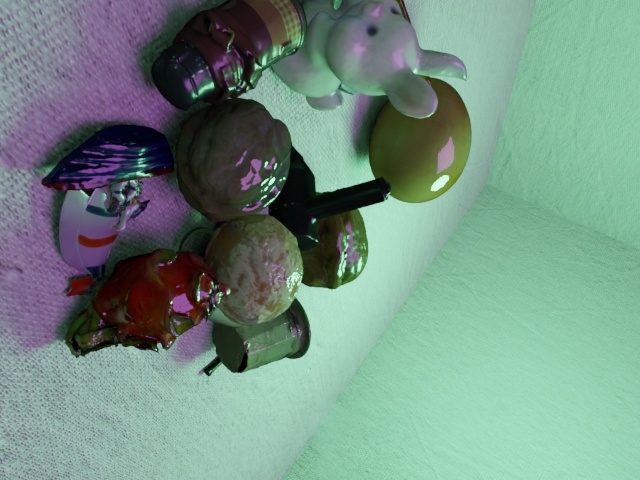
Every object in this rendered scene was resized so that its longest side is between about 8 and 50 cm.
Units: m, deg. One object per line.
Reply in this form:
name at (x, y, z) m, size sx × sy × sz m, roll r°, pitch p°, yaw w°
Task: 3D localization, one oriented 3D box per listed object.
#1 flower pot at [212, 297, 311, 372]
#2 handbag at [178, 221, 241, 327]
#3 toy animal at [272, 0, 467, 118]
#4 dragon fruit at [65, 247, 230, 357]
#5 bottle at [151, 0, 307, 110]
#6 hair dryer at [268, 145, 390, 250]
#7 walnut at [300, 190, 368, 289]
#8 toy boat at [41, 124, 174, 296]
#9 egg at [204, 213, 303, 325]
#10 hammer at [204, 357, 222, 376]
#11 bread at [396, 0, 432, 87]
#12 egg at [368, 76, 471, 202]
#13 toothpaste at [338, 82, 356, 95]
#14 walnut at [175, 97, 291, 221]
flower pot at (-0.162, 0.256, 1.391) m, size 0.202 × 0.212 × 0.212 m, roll -23°, pitch 137°, yaw -45°
handbag at (-0.235, 0.060, 1.189) m, size 0.241 × 0.109 × 0.315 m, roll -57°, pitch 144°, yaw -12°
toy animal at (0.084, -0.345, 1.011) m, size 0.196 × 0.367 × 0.241 m, roll -51°, pitch 144°, yaw -29°
dragon fruit at (-0.303, 0.126, 0.927) m, size 0.269 × 0.200 × 0.198 m, roll -50°, pitch 151°, yaw -22°
bottle at (-0.145, -0.310, 0.837) m, size 0.271 × 0.143 × 0.156 m, roll -46°, pitch 153°, yaw -30°
hair dryer at (0.016, -0.123, 1.165) m, size 0.116 × 0.302 × 0.244 m, roll 25°, pitch 58°, yaw -56°
walnut at (0.016, -0.005, 1.421) m, size 0.283 × 0.227 × 0.283 m, roll 175°, pitch -90°, yaw -86°
toy boat at (-0.356, -0.049, 0.820) m, size 0.318 × 0.072 × 0.219 m, roll -53°, pitch 161°, yaw 5°
egg at (-0.137, 0.061, 1.066) m, size 0.203 × 0.203 × 0.245 m, roll -29°, pitch 134°, yaw -52°
hammer at (-0.252, 0.309, 1.475) m, size 0.201 × 0.021 × 0.078 m, roll -40°, pitch 149°, yaw -43°
bread at (0.140, -0.480, 1.115) m, size 0.077 × 0.138 × 0.361 m, roll -27°, pitch 133°, yaw 8°
egg at (0.301, -0.297, 1.578) m, size 0.301 × 0.301 × 0.374 m, roll -17°, pitch 129°, yaw -59°
toothpaste at (0.111, -0.517, 1.231) m, size 0.081 × 0.067 × 0.336 m, roll 4°, pitch 112°, yaw -64°
walnut at (-0.157, -0.142, 0.934) m, size 0.224 × 0.224 × 0.224 m, roll -46°, pitch 153°, yaw -32°
